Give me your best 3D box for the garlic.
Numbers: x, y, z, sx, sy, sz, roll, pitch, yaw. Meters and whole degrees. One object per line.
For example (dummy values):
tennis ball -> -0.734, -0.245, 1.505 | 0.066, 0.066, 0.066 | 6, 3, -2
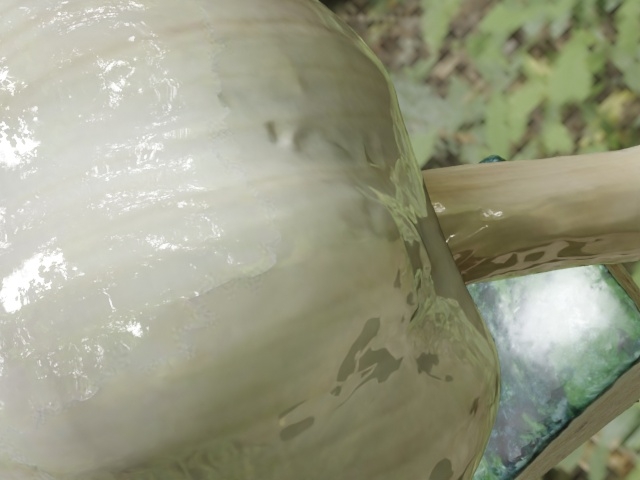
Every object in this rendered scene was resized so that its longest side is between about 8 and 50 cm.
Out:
garlic -> 0.000, 0.000, 0.418 | 0.226, 0.199, 0.199 | -19, 18, -21

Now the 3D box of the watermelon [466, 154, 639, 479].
watermelon -> 0.170, 0.098, 1.576 | 0.250, 0.292, 0.283 | -27, 52, 11
